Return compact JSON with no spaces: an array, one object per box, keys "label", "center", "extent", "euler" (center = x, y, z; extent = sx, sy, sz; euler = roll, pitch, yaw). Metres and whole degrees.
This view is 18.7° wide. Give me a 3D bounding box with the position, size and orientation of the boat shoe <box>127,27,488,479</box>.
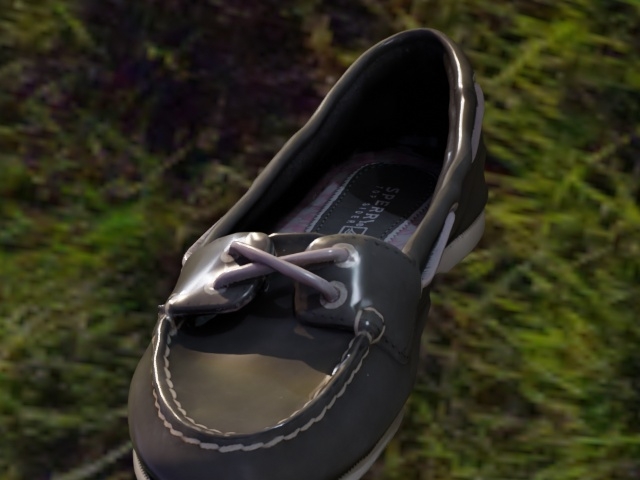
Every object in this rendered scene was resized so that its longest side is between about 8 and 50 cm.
[{"label":"boat shoe","center":[0.000,0.000,0.819],"extent":[0.112,0.335,0.095],"euler":[5,114,16]}]
